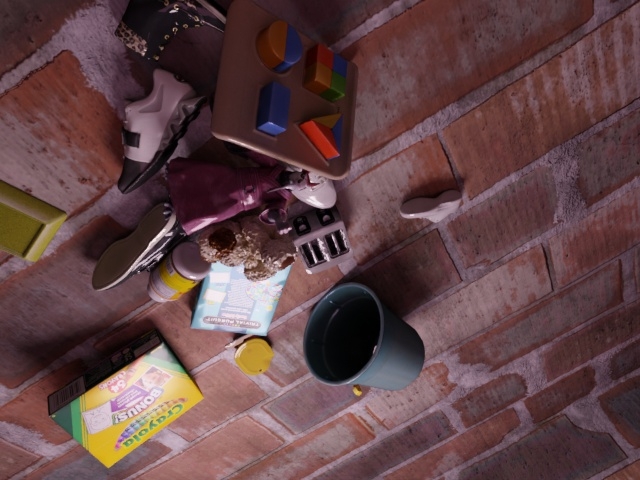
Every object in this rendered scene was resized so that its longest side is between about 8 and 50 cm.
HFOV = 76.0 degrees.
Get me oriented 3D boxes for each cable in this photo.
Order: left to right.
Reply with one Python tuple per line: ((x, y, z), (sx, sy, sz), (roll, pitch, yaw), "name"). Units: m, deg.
((-0.197, -0.297, 1.038), (0.150, 0.047, 0.184), (-5, 111, 16), "cable")

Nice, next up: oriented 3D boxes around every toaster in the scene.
((0.000, 0.000, 1.270), (0.168, 0.110, 0.186), (-22, 125, 0), "toaster")

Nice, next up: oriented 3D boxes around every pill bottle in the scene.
((-0.417, 0.100, 1.190), (0.117, 0.117, 0.215), (32, 131, -29), "pill bottle")

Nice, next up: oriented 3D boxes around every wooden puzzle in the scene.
((-0.051, -0.334, 0.923), (0.347, 0.080, 0.322), (12, 78, -34), "wooden puzzle")

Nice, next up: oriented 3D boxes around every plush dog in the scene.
((-0.210, 0.000, 1.090), (0.225, 0.211, 0.262), (-3, 167, -27), "plush dog")

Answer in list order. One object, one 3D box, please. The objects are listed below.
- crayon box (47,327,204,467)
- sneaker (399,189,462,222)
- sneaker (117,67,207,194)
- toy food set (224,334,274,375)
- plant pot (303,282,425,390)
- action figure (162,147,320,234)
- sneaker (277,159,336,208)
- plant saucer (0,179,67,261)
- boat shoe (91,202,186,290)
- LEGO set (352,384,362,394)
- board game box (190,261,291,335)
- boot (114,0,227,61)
((-0.622, 0.519, 1.356), (0.363, 0.106, 0.313), (-33, 126, -20), "crayon box")
((0.360, -0.093, 1.337), (0.212, 0.080, 0.094), (-14, 136, -8), "sneaker")
((-0.425, -0.264, 0.998), (0.146, 0.122, 0.330), (38, 108, -12), "sneaker")
((-0.253, 0.389, 1.474), (0.128, 0.071, 0.218), (-32, 128, -11), "toy food set")
((0.173, 0.364, 1.437), (0.341, 0.341, 0.334), (-46, 130, 14), "plant pot")
((-0.184, -0.113, 1.006), (0.370, 0.276, 0.248), (-8, 84, -11), "action figure")
((-0.049, -0.183, 1.114), (0.114, 0.152, 0.305), (-41, 124, 2), "sneaker")
((-0.801, -0.038, 1.064), (0.188, 0.045, 0.188), (33, 108, -30), "plant saucer")
((-0.498, 0.033, 1.153), (0.340, 0.127, 0.113), (-44, 148, 11), "boat shoe")
((0.137, 0.570, 1.675), (0.227, 0.093, 0.087), (21, 114, -26), "LEGO set")
((-0.252, 0.143, 1.309), (0.253, 0.079, 0.336), (12, 118, -21), "board game box")
((-0.315, -0.471, 0.909), (0.236, 0.085, 0.178), (26, 116, -28), "boot")
